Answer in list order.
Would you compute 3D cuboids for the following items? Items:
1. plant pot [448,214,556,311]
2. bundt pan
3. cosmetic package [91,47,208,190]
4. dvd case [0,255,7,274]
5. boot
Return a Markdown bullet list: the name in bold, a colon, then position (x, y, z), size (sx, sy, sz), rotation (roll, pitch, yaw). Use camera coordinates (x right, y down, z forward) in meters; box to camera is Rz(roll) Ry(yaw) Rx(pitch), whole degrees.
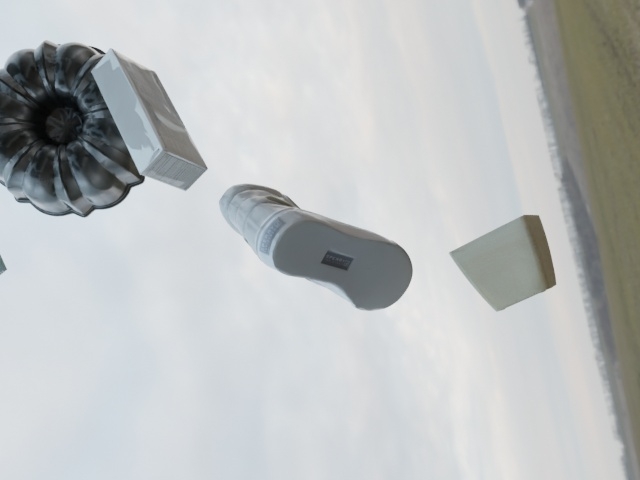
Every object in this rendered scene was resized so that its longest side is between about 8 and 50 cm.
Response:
- **plant pot**: position (0.250, 0.033, 0.931), size (0.109, 0.109, 0.096), rotation (-3, -114, -63)
- **bundt pan**: position (-0.461, -0.209, 1.271), size (0.124, 0.330, 0.331), rotation (138, 121, -84)
- **cosmetic package**: position (-0.270, -0.189, 1.108), size (0.099, 0.060, 0.239), rotation (24, -150, -55)
- **dvd case**: position (-0.632, 0.041, 1.315), size (0.013, 0.119, 0.087), rotation (-17, -100, -59)
- **boot**: position (0.000, 0.000, 0.828), size (0.258, 0.095, 0.123), rotation (27, -171, -48)
